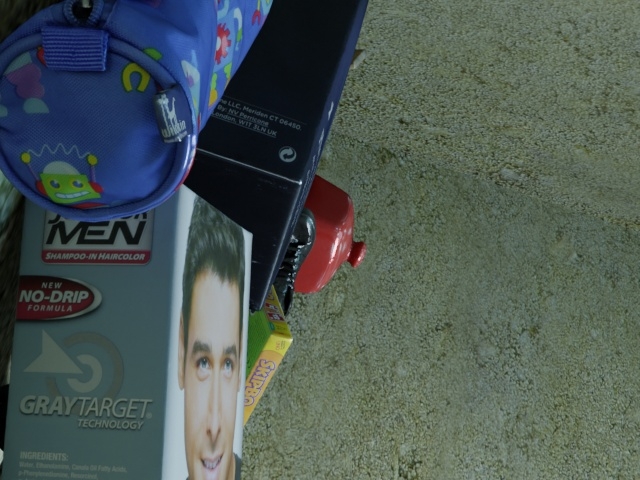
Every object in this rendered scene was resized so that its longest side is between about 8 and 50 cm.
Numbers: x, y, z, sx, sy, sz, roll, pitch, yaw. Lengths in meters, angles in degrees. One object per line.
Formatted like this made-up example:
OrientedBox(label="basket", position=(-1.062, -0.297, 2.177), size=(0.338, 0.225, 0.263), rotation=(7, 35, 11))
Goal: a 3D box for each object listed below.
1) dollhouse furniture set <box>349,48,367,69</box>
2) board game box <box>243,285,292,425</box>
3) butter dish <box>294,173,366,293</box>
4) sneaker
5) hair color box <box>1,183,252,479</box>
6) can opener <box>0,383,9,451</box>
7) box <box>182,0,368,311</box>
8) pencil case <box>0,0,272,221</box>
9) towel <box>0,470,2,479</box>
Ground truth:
OrientedBox(label="dollhouse furniture set", position=(-0.036, -0.319, 1.232), size=(0.242, 0.161, 0.212), rotation=(-54, 140, -48))
OrientedBox(label="board game box", position=(-0.111, 0.163, 1.123), size=(0.259, 0.039, 0.124), rotation=(-59, -148, 25))
OrientedBox(label="butter dish", position=(0.000, 0.000, 1.272), size=(0.160, 0.118, 0.159), rotation=(-72, -179, -60))
OrientedBox(label="sneaker", position=(-0.047, 0.048, 1.156), size=(0.089, 0.051, 0.170), rotation=(-86, -163, -51))
OrientedBox(label="hair color box", position=(-0.131, 0.159, 0.713), size=(0.185, 0.114, 0.374), rotation=(43, 48, -75))
OrientedBox(label="can opener", position=(-0.222, 0.149, 0.823), size=(0.186, 0.073, 0.059), rotation=(107, -6, -78))
OrientedBox(label="box", position=(-0.078, -0.134, 0.974), size=(0.296, 0.183, 0.294), rotation=(113, -6, -64))
OrientedBox(label="pencil case", position=(-0.098, -0.142, 0.624), size=(0.306, 0.119, 0.133), rotation=(-73, 174, -51))
OrientedBox(label="towel", position=(-0.260, 0.187, 0.986), size=(0.209, 0.034, 0.285), rotation=(110, -2, -73))
